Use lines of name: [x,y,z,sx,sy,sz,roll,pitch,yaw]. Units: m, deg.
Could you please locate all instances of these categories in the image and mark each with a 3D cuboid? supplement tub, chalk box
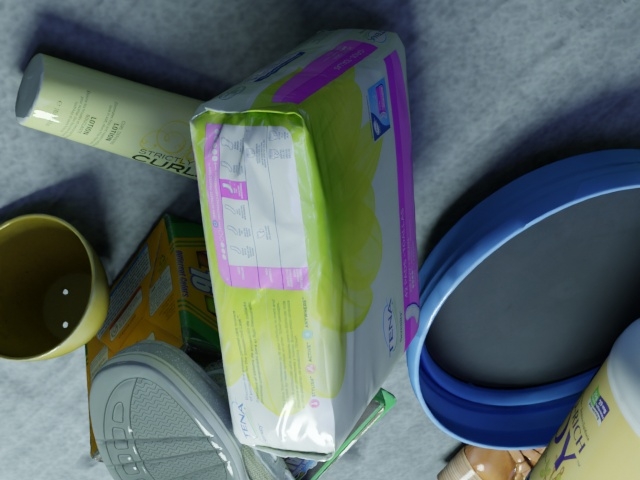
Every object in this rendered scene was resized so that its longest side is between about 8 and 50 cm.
supplement tub: [0.368,0.221,1.162,0.241,0.241,0.331,7,128,-20]
chalk box: [-0.063,0.131,1.131,0.289,0.179,0.180,22,123,-31]

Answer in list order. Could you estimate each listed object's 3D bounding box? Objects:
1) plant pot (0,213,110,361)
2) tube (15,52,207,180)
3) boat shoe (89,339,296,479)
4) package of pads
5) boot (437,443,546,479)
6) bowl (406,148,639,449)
plant pot: [-0.248,0.052,1.058,0.134,0.134,0.095,-25,160,9]
tube: [-0.137,-0.097,0.985,0.240,0.062,0.070,16,167,-32]
boat shoe: [-0.093,0.189,0.996,0.118,0.103,0.320,-13,131,23]
package of pads: [0.000,0.000,0.927,0.101,0.229,0.297,5,115,23]
boot: [0.260,0.293,1.436,0.152,0.073,0.197,-43,131,19]
bowl: [0.270,0.067,1.205,0.391,0.077,0.391,-11,135,-11]
